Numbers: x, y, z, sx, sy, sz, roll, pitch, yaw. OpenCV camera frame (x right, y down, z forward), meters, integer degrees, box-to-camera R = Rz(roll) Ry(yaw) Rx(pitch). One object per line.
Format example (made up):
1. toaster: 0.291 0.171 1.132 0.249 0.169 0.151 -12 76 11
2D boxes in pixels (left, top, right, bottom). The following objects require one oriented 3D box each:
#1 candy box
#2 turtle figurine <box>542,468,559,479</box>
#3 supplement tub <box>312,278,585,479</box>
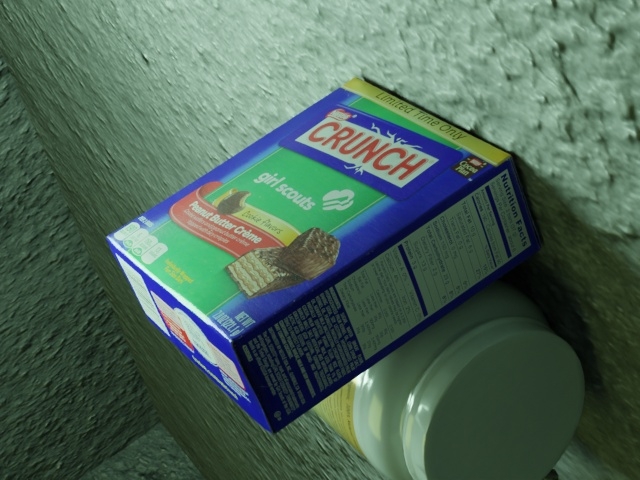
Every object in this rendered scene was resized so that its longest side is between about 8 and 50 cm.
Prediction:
1. candy box: 0.000 0.000 1.306 0.268 0.317 0.122 33 150 51
2. turtle figurine: 0.224 0.265 1.555 0.198 0.275 0.266 -3 143 46
3. supplement tub: 0.095 0.116 1.407 0.316 0.228 0.228 36 154 51
